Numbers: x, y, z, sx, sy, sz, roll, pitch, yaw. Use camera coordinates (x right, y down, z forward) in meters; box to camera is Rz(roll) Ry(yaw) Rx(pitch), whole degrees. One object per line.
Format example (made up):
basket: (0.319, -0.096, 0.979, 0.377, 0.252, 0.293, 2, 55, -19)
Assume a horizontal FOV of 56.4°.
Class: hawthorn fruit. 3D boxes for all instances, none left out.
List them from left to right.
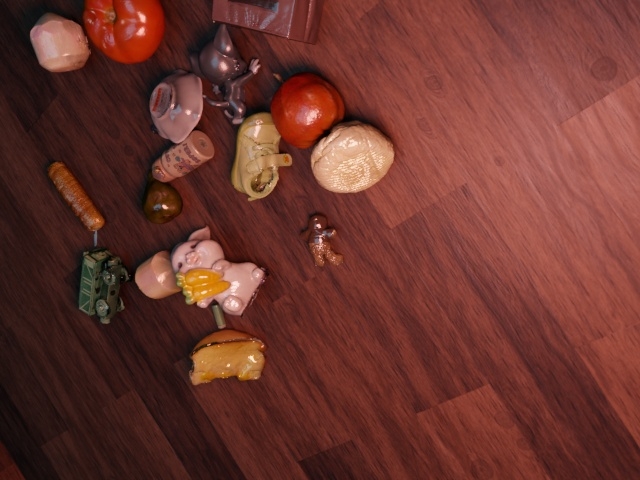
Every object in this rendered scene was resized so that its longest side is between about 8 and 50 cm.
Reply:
hawthorn fruit: (-0.052, -0.356, 1.561, 0.196, 0.197, 0.225, -44, 77, 30)

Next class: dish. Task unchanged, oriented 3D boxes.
dish: (-0.446, -0.406, 1.762, 0.230, 0.081, 0.229, -5, 82, 39)

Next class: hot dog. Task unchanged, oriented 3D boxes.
hot dog: (-0.868, -0.154, 2.105, 0.083, 0.068, 0.289, -40, 84, 23)

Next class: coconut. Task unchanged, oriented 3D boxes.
coconut: (-0.823, -0.630, 1.886, 0.171, 0.171, 0.182, -5, 105, 28)
coconut: (-0.513, 0.109, 1.959, 0.153, 0.147, 0.147, -26, 92, 29)

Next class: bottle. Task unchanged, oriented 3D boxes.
bottle: (-0.432, -0.247, 1.828, 0.209, 0.110, 0.097, -26, 103, 30)
bottle: (-0.336, 0.249, 1.974, 0.030, 0.030, 0.083, -7, 102, 29)

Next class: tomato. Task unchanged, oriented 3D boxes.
tomato: (-0.559, -0.649, 1.732, 0.260, 0.180, 0.259, 8, 109, 22)

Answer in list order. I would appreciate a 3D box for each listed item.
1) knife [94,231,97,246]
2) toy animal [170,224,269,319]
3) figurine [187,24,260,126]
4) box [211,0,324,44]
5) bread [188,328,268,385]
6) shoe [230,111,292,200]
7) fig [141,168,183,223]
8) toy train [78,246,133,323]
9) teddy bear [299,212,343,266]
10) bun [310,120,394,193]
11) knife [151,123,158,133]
knife: (-0.811, -0.019, 2.151, 0.014, 0.005, 0.091, 18, 113, 20)
toy animal: (-0.326, 0.092, 1.816, 0.310, 0.247, 0.182, 29, 100, 0)
figurine: (-0.275, -0.443, 1.677, 0.193, 0.140, 0.265, -12, 77, 47)
box: (-0.134, -0.605, 1.530, 0.253, 0.188, 0.153, 19, 110, 18)
bread: (-0.307, 0.368, 1.942, 0.133, 0.252, 0.174, -134, 45, -60)
shoe: (-0.164, -0.234, 1.689, 0.128, 0.140, 0.262, 40, 125, 22)
fig: (-0.500, -0.144, 1.908, 0.127, 0.184, 0.133, 11, 150, -16)
toy train: (-0.765, 0.162, 2.125, 0.155, 0.115, 0.269, 27, 116, 27)
teddy bear: (-0.004, 0.005, 1.704, 0.120, 0.078, 0.160, -8, 102, 32)
bun: (0.072, -0.223, 1.538, 0.220, 0.221, 0.134, -39, 52, 30)
knife: (-0.496, -0.382, 1.874, 0.031, 0.018, 0.121, 42, 117, 8)
